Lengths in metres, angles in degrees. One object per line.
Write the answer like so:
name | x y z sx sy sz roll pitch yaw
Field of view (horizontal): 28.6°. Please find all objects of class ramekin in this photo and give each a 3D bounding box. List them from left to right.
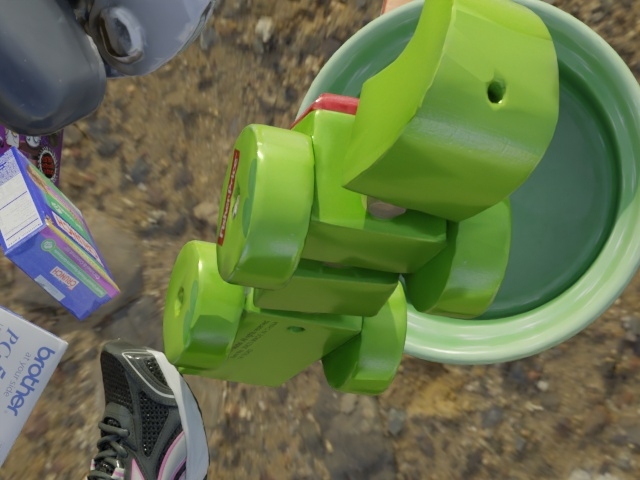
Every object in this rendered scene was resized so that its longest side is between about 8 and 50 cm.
ramekin | 0.134 -0.050 1.075 0.303 0.148 0.303 0 90 13

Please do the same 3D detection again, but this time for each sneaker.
sneaker | -0.110 0.148 0.738 0.077 0.072 0.178 -14 95 -35

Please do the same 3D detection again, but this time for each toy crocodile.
toy crocodile | 0.000 0.000 0.590 0.115 0.340 0.105 9 67 -14

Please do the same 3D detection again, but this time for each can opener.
can opener | -0.124 -0.170 0.378 0.076 0.095 0.283 -14 108 39

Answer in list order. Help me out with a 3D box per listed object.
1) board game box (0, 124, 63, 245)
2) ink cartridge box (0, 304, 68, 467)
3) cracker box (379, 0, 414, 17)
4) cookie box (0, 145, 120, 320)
board game box | -0.334 -0.137 1.102 0.056 0.347 0.208 -2 71 20
ink cartridge box | -0.201 0.125 0.606 0.046 0.097 0.207 32 80 -24
cracker box | 0.093 -0.219 1.457 0.067 0.232 0.155 13 62 1
cookie box | -0.202 -0.005 0.926 0.040 0.107 0.092 -37 135 2
